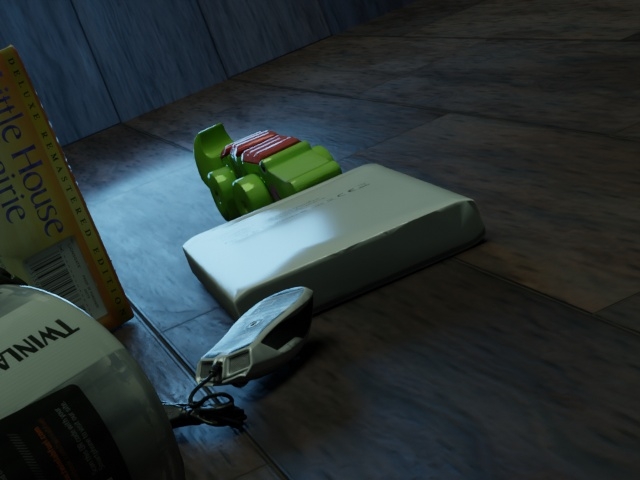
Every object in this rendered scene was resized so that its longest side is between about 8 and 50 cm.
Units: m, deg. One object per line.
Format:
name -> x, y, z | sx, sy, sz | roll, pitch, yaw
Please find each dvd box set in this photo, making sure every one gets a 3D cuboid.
dvd box set -> -0.407, 0.028, 1.600 | 0.420, 0.308, 0.062 | -31, 13, -36

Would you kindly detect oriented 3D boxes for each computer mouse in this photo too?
computer mouse -> -0.058, 0.098, 1.331 | 0.106, 0.042, 0.193 | -17, 17, 40

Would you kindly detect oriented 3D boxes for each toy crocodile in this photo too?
toy crocodile -> -0.063, -0.083, 1.981 | 0.115, 0.105, 0.340 | -25, 13, -14

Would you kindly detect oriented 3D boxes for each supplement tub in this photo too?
supplement tub -> -0.250, 0.178, 0.902 | 0.207, 0.207, 0.338 | -9, 17, 45

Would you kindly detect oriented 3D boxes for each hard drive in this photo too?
hard drive -> 0.000, 0.000, 1.646 | 0.233, 0.047, 0.353 | -23, 11, -8

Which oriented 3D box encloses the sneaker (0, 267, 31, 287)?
sneaker -> -0.336, 0.120, 1.498 | 0.146, 0.134, 0.343 | -51, -15, 24
